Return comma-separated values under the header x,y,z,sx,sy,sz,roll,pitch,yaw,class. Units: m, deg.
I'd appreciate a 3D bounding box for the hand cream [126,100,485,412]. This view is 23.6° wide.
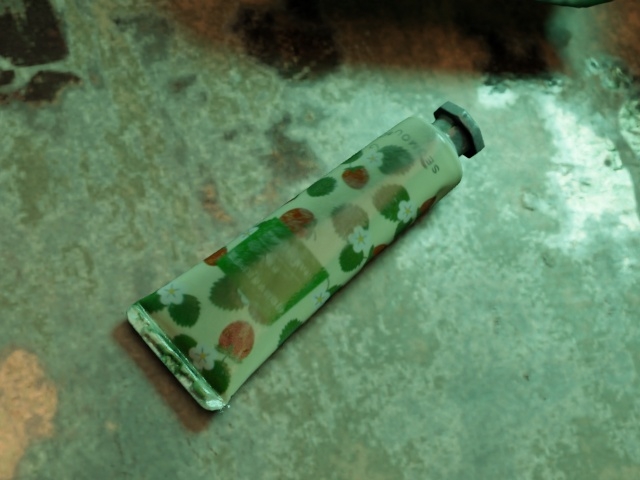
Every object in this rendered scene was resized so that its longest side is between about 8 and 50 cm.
x,y,z,sx,sy,sz,roll,pitch,yaw,class
0.000,0.000,1.050,0.276,0.059,0.095,-39,77,-17,hand cream

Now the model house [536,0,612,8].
x,y,z,sx,sy,sz,roll,pitch,yaw,class
0.100,-0.328,1.145,0.280,0.230,0.249,6,26,-10,model house
